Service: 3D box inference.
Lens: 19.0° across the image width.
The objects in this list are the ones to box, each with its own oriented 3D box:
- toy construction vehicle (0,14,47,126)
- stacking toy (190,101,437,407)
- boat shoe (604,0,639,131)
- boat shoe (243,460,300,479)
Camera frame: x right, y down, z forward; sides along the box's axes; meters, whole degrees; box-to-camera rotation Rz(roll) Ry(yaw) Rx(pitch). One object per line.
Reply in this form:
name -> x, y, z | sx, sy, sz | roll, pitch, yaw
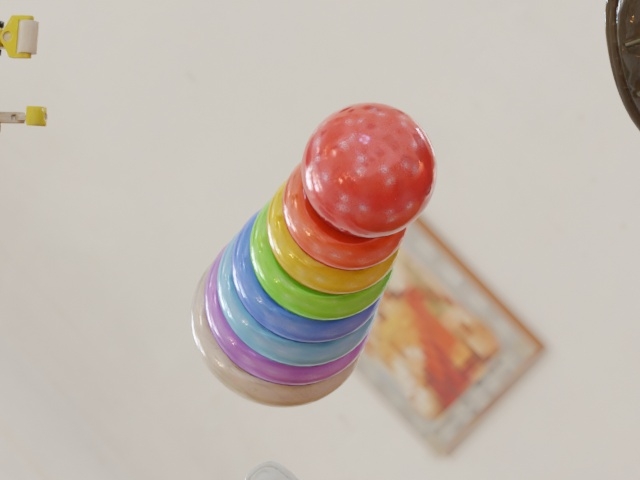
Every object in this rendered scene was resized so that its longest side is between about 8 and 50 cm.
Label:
toy construction vehicle -> -0.222, -0.112, 1.257 | 0.098, 0.085, 0.035 | -1, -5, 24
stacking toy -> 0.000, 0.000, 1.356 | 0.141, 0.141, 0.330 | -39, -11, -26
boat shoe -> 0.303, -0.095, 1.367 | 0.111, 0.307, 0.104 | -13, 30, 39
boat shoe -> -0.004, 0.187, 1.131 | 0.046, 0.125, 0.038 | -39, -22, 9
